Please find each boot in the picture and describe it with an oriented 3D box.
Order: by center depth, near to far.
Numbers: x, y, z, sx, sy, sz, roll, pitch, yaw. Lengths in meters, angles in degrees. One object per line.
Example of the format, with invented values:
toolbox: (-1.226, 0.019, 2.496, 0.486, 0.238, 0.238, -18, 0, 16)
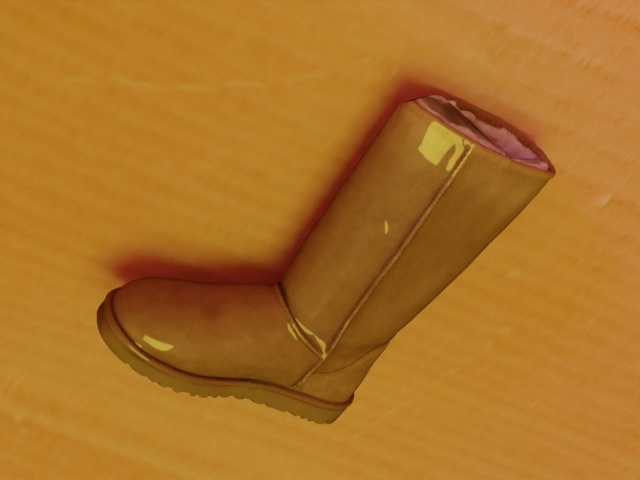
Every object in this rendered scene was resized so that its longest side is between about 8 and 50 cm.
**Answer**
boot: (0.000, 0.000, 1.070, 0.236, 0.089, 0.269, 17, 123, -35)
